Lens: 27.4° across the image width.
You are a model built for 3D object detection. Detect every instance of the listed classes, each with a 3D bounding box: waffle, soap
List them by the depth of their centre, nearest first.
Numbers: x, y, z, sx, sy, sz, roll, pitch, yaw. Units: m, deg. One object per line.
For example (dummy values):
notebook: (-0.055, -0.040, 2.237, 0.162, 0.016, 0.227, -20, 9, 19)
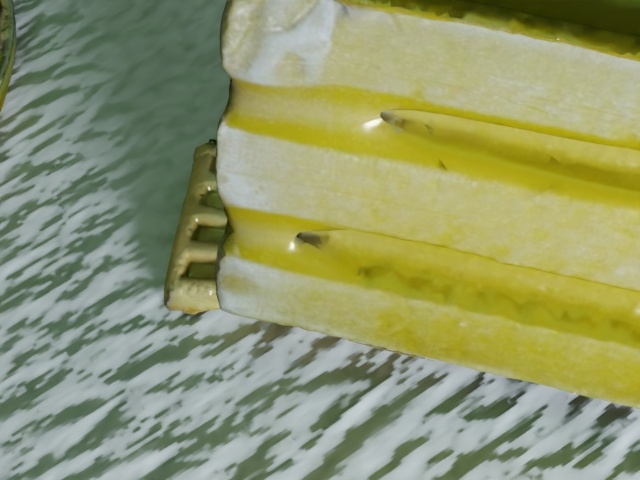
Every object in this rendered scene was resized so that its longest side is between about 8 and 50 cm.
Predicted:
soap: (0.116, -0.025, 0.558, 0.315, 0.199, 0.091, 13, 44, 9)
waffle: (0.000, 0.000, 0.666, 0.153, 0.023, 0.097, 8, 61, 11)

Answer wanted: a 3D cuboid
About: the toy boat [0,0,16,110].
toy boat: (-0.203, -0.107, 0.724, 0.065, 0.066, 0.172, -4, 60, -1)
